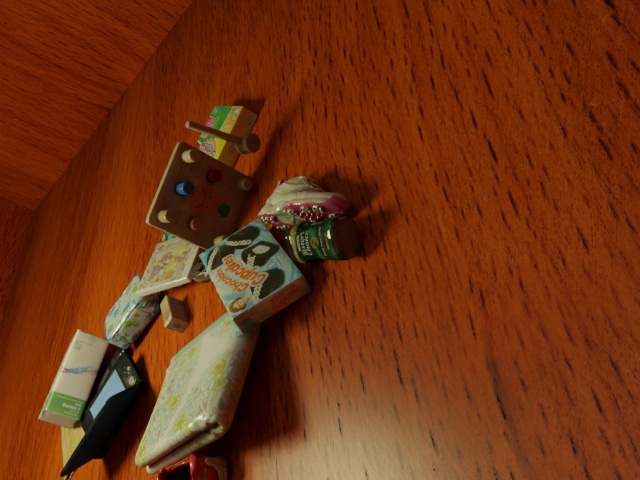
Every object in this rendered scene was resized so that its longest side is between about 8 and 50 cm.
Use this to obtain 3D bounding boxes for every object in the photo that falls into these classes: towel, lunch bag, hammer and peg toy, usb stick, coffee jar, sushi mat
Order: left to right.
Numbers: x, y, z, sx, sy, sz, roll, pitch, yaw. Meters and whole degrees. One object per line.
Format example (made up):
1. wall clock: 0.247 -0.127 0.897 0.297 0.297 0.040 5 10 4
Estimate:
1. sushi mat: -0.842 0.651 2.139 0.151 0.019 0.316 -57 33 11
2. usb stick: -0.700 0.477 2.046 0.278 0.045 0.077 -64 28 -1
3. lunch bag: -0.614 0.229 2.048 0.219 0.090 0.176 -52 34 7
4. towel: -0.284 0.354 1.482 0.374 0.090 0.320 -39 28 37
5. hammer and peg toy: -0.329 -0.168 1.790 0.127 0.266 0.361 1 70 54
6. coffee jar: 0.000 0.000 1.384 0.184 0.079 0.096 -8 100 52

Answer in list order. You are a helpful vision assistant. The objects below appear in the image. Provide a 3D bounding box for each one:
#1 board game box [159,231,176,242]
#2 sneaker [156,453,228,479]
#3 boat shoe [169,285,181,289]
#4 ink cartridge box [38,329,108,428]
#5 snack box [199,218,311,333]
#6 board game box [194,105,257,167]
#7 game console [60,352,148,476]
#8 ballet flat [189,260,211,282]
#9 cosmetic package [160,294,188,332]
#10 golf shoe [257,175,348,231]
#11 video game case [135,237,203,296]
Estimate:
1. board game box: -0.486 -0.072 2.153 0.126 0.026 0.186 13 78 55
2. sneaker: -0.327 0.554 1.421 0.279 0.118 0.107 -43 37 27
3. boat shoe: -0.483 0.127 1.979 0.170 0.063 0.059 -11 53 49
4. ink cartridge box: -0.826 0.467 2.100 0.201 0.117 0.278 -39 32 53
5. snack box: -0.167 0.076 1.519 0.187 0.060 0.322 -32 35 -7
6. board game box: -0.350 -0.295 2.089 0.242 0.064 0.316 18 82 56
7. game console: -0.663 0.504 1.850 0.293 0.173 0.250 -56 48 9
8. ballet flat: -0.274 0.079 1.746 0.250 0.058 0.084 -17 32 40
9. cosmetic package: -0.434 0.217 1.852 0.041 0.060 0.115 -53 33 14
10. golf shoe: -0.038 -0.104 1.498 0.306 0.115 0.140 -3 62 51
11. video game case: -0.457 0.066 1.939 0.227 0.026 0.206 -17 41 31
